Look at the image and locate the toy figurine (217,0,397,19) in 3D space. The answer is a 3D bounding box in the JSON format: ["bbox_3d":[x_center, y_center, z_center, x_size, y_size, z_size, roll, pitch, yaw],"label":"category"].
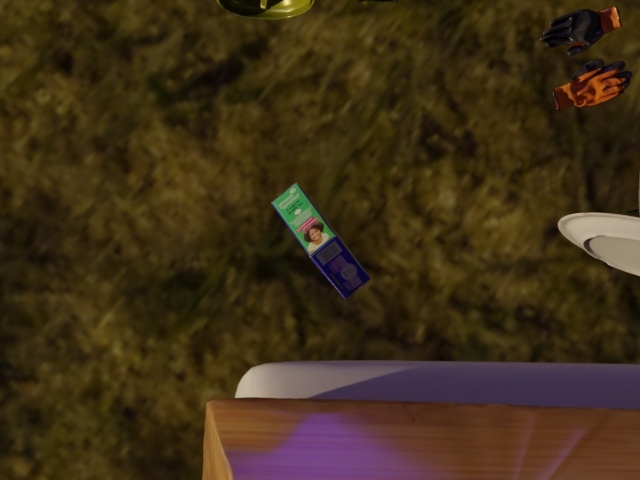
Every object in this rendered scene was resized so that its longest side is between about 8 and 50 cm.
[{"bbox_3d":[-0.014,-0.334,1.483,0.191,0.217,0.362,-10,172,-4],"label":"toy figurine"}]

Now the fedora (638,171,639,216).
[{"bbox_3d":[0.367,0.001,1.417,0.244,0.124,0.275,43,154,40],"label":"fedora"}]

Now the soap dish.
[{"bbox_3d":[0.096,0.152,0.708,0.291,0.118,0.229,2,140,-3],"label":"soap dish"}]

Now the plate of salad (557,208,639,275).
[{"bbox_3d":[0.340,0.000,1.826,0.200,0.048,0.200,17,167,4],"label":"plate of salad"}]

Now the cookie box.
[{"bbox_3d":[0.000,0.000,2.012,0.092,0.040,0.107,51,-179,-46],"label":"cookie box"}]

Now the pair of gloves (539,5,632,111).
[{"bbox_3d":[0.227,-0.155,1.533,0.074,0.010,0.083,-17,104,-8],"label":"pair of gloves"}]
